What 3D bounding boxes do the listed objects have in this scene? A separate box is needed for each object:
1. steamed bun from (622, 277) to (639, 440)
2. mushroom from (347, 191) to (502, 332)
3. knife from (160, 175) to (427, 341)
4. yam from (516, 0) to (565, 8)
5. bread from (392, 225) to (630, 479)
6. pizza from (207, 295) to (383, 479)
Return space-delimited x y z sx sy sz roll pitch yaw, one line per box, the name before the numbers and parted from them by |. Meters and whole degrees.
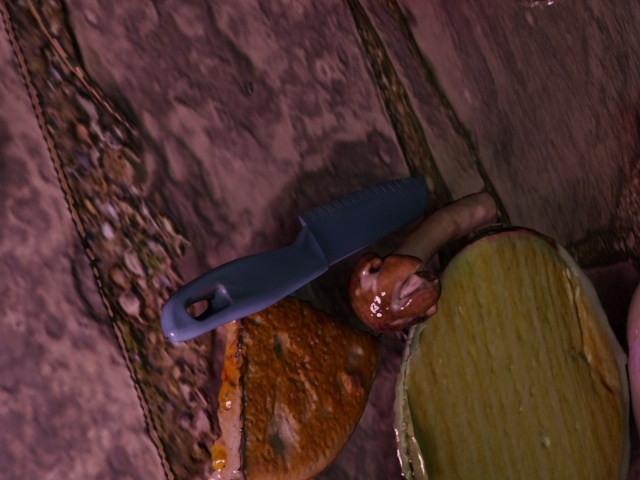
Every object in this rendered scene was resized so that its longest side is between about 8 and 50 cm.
steamed bun | 0.395 0.114 0.802 0.233 0.334 0.312 -5 78 -12
mushroom | 0.088 0.007 0.646 0.187 0.061 0.060 -36 121 -42
knife | 0.000 0.000 0.588 0.313 0.019 0.044 -25 85 -53
yam | 0.096 -0.279 0.636 0.300 0.195 0.195 -4 86 -45
bread | 0.162 0.139 0.731 0.301 0.045 0.301 10 75 -40
pizza | -0.025 0.085 0.558 0.131 0.041 0.178 54 44 -18
